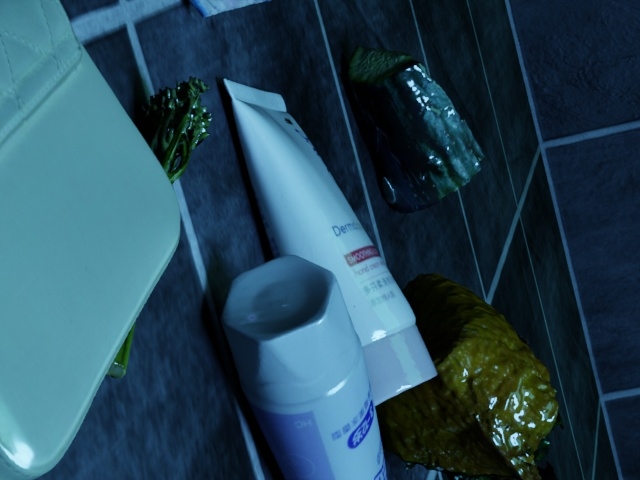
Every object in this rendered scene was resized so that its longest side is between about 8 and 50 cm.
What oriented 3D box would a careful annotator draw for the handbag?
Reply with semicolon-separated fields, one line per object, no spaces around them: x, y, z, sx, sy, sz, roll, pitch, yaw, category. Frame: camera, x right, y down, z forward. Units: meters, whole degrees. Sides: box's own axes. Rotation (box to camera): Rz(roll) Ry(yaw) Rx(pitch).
-0.152;-0.036;0.604;0.219;0.079;0.256;62;19;-17;handbag

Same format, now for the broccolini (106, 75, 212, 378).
-0.091;-0.014;0.870;0.218;0.042;0.044;-82;155;-49;broccolini

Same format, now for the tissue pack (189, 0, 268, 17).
-0.079;-0.242;1.048;0.115;0.065;0.155;52;31;-56;tissue pack

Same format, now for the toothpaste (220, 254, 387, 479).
0.013;0.166;1.083;0.125;0.080;0.371;-97;174;-49;toothpaste

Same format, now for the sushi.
0.109;0.125;1.325;0.140;0.149;0.287;42;2;-16;sushi

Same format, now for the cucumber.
0.083;-0.094;1.516;0.115;0.086;0.193;27;-29;47;cucumber

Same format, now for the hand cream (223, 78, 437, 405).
0.000;0.000;1.148;0.248;0.083;0.133;67;12;3;hand cream
